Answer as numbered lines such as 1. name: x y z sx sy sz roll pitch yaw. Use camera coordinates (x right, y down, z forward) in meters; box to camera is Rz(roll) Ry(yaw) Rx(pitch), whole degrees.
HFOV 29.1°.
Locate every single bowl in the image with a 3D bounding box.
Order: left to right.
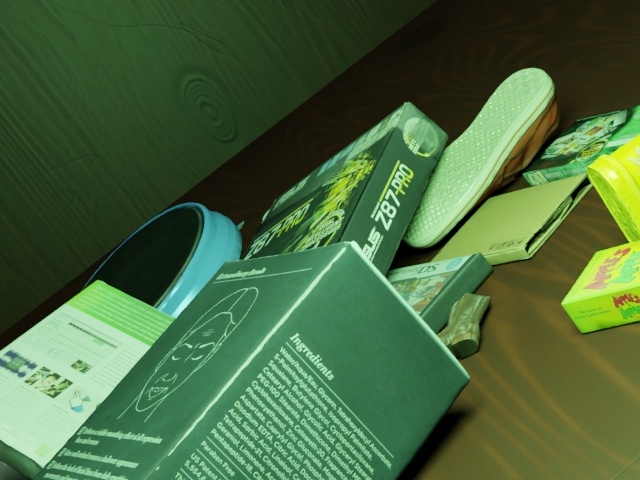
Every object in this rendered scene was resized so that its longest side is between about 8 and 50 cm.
1. bowl: -0.298 0.095 2.061 0.391 0.077 0.391 -36 26 21

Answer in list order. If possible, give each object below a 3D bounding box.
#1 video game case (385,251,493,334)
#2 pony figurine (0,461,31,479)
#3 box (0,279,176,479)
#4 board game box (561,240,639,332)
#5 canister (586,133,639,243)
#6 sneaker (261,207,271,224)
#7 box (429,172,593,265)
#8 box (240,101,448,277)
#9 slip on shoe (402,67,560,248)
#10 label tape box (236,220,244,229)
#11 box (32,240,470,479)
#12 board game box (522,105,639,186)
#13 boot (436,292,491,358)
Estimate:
1. video game case: 0.067 0.125 1.629 0.275 0.035 0.248 -45 16 -29
2. pony figurine: -0.453 0.334 1.820 0.363 0.303 0.351 -15 30 19
3. box: -0.346 0.196 1.757 0.232 0.058 0.322 23 46 32
4. board game box: 0.341 0.035 1.245 0.181 0.043 0.092 -19 23 50
5. canister: 0.390 -0.075 1.320 0.170 0.126 0.073 -35 14 0
6. sneaker: 0.029 -0.052 2.199 0.297 0.111 0.129 -37 29 14
7. box: 0.254 -0.020 1.670 0.164 0.021 0.201 -45 16 -30
8. box: 0.000 0.000 1.867 0.395 0.097 0.318 -32 22 51
9. slip on shoe: 0.244 -0.108 1.833 0.331 0.101 0.123 -49 38 -13
10. label tape box: -0.260 0.133 2.229 0.333 0.106 0.240 -31 17 23
11. box: -0.092 0.217 1.295 0.395 0.212 0.293 -50 18 -24
12. board game box: 0.398 -0.135 1.682 0.136 0.030 0.259 -40 14 -22
13. boot: 0.150 0.107 1.480 0.106 0.037 0.114 -16 25 22
